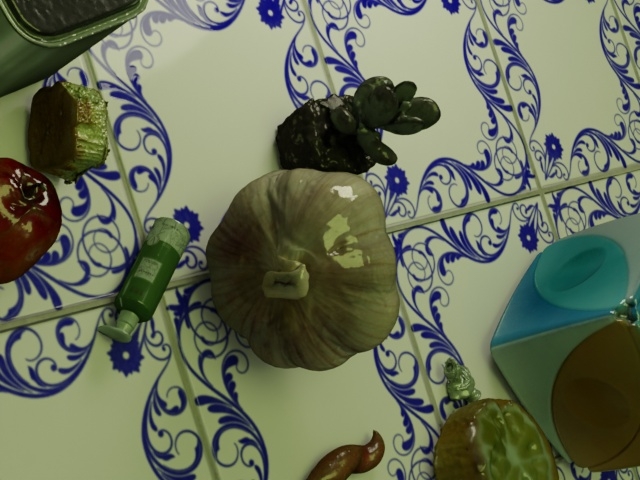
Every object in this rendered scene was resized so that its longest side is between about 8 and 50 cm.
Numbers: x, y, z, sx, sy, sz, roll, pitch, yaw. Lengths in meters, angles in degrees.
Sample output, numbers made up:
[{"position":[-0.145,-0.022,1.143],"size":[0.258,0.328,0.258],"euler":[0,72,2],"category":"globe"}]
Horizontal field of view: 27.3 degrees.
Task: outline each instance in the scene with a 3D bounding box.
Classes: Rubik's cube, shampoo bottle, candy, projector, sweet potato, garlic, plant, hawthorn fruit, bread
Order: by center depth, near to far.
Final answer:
[{"position":[-0.411,-0.034,1.724],"size":[0.157,0.194,0.157],"euler":[28,46,-34],"category":"hawthorn fruit"},{"position":[-0.418,-0.351,1.792],"size":[0.248,0.249,0.248],"euler":[-33,98,-44],"category":"projector"},{"position":[-0.354,-0.157,1.865],"size":[0.069,0.128,0.140],"euler":[15,65,-43],"category":"bread"},{"position":[-0.256,0.060,1.926],"size":[0.065,0.065,0.204],"euler":[41,52,-25],"category":"shampoo bottle"},{"position":[-0.028,0.044,1.981],"size":[0.241,0.322,0.322],"euler":[7,70,-44],"category":"garlic"},{"position":[0.038,0.355,2.090],"size":[0.202,0.058,0.055],"euler":[-20,68,-44],"category":"sweet potato"},{"position":[0.056,-0.180,2.154],"size":[0.146,0.274,0.149],"euler":[-12,84,-50],"category":"plant"},{"position":[0.308,0.398,2.283],"size":[0.260,0.118,0.260],"euler":[20,60,-39],"category":"candy"},{"position":[0.568,0.184,2.436],"size":[0.352,0.347,0.351],"euler":[50,48,-17],"category":"Rubik's cube"}]

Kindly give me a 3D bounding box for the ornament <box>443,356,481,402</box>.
[{"position":[0.247,0.249,2.334],"size":[0.092,0.041,0.068],"euler":[25,65,-45],"category":"ornament"}]
